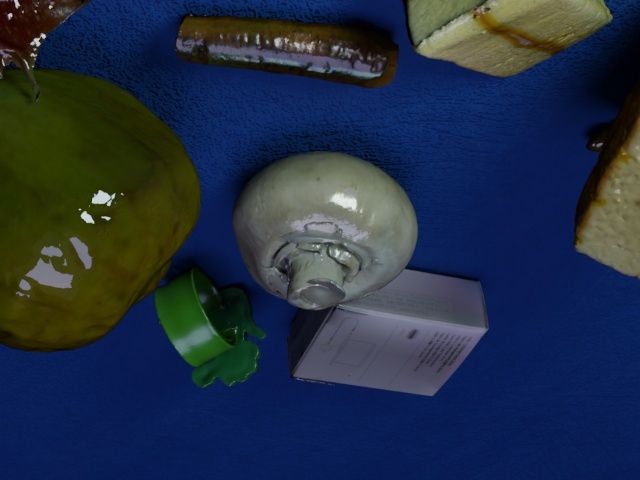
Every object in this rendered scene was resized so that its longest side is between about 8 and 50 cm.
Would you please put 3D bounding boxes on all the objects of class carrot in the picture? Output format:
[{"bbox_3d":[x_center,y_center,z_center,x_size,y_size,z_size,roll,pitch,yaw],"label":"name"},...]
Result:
[{"bbox_3d":[-0.039,-0.221,1.381,0.260,0.070,0.070,5,142,-9],"label":"carrot"}]

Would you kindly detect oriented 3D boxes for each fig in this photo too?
[{"bbox_3d":[-0.325,-0.051,1.390,0.343,0.343,0.343,-2,142,-2],"label":"fig"}]

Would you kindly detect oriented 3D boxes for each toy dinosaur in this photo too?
[{"bbox_3d":[-0.350,-0.232,1.235,0.327,0.207,0.113,5,-176,-1],"label":"toy dinosaur"}]

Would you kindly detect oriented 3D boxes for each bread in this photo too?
[{"bbox_3d":[0.222,-0.233,1.307,0.167,0.163,0.264,-28,137,27],"label":"bread"},{"bbox_3d":[0.439,-0.116,1.344,0.207,0.279,0.279,25,142,8],"label":"bread"}]

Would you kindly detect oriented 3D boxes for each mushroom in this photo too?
[{"bbox_3d":[0.000,0.000,1.564,0.246,0.202,0.246,5,138,5],"label":"mushroom"}]

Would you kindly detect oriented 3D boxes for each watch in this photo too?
[{"bbox_3d":[-0.164,0.125,1.739,0.131,0.165,0.152,-25,157,9],"label":"watch"}]

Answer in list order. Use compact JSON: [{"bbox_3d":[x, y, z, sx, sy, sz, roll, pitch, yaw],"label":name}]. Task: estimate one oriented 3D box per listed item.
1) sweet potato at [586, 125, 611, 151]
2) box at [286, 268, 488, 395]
[{"bbox_3d":[0.522,-0.134,1.538,0.346,0.079,0.108,-13,113,14],"label":"sweet potato"},{"bbox_3d":[0.098,0.137,1.823,0.251,0.106,0.203,10,139,-16],"label":"box"}]
